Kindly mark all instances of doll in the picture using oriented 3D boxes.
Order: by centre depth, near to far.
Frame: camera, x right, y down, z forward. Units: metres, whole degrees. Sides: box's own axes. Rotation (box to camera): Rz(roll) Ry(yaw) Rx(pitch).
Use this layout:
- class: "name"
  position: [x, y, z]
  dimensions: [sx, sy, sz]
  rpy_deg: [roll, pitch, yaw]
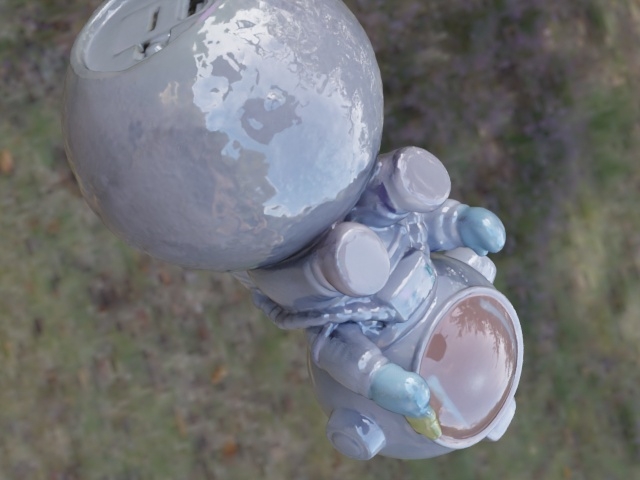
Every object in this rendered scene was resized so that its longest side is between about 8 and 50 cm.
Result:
- class: "doll"
  position: [0.000, 0.000, 0.812]
  dimensions: [0.287, 0.151, 0.151]
  rpy_deg: [52, 28, -32]
